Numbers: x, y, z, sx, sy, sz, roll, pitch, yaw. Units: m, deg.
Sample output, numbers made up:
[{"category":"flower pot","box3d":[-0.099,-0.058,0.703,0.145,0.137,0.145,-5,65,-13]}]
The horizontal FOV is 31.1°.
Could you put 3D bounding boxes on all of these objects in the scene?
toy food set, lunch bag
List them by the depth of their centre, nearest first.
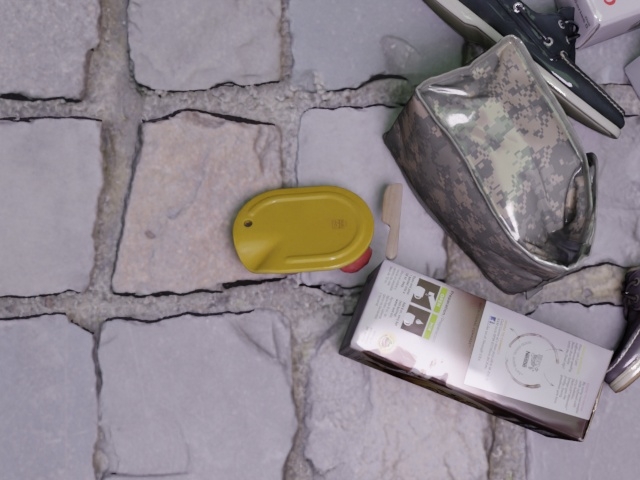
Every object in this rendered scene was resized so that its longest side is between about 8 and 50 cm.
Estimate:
[{"category":"lunch bag","box3d":[0.226,-0.072,1.419,0.169,0.235,0.287,-29,84,-11]},{"category":"toy food set","box3d":[0.000,0.000,1.470,0.218,0.071,0.128,-3,56,3]}]

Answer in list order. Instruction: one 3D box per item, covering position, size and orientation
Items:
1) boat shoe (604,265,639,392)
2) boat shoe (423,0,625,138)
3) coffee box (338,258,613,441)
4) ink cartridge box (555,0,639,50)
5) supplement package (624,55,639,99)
[{"category":"boat shoe","box3d":[0.434,0.067,1.487,0.092,0.103,0.285,36,77,7]},{"category":"boat shoe","box3d":[0.282,-0.272,1.510,0.340,0.127,0.113,40,93,12]},{"category":"coffee box","box3d":[0.185,0.139,1.420,0.297,0.168,0.118,22,81,0]},{"category":"ink cartridge box","box3d":[0.440,-0.401,1.545,0.273,0.115,0.198,-20,83,-7]},{"category":"supplement package","box3d":[0.580,-0.217,1.484,0.263,0.198,0.199,-27,86,-7]}]
